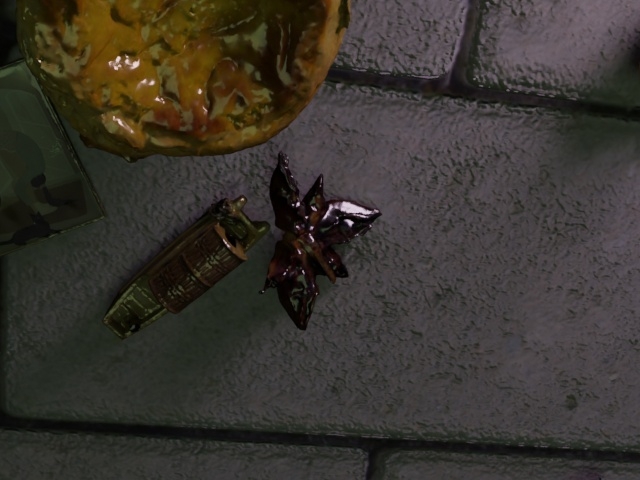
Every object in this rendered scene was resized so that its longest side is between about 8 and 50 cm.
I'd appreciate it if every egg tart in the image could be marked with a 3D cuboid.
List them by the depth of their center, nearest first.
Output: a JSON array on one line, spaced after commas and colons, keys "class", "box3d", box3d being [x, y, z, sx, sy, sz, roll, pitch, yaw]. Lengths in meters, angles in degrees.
[{"class": "egg tart", "box3d": [-0.134, -0.237, 0.908, 0.341, 0.129, 0.341, -14, 132, -15]}]

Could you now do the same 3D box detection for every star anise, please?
[{"class": "star anise", "box3d": [-0.002, -0.001, 1.098, 0.157, 0.053, 0.213, -5, 104, -39]}]

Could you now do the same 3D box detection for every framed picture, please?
[{"class": "framed picture", "box3d": [-0.340, -0.088, 1.038, 0.135, 0.010, 0.201, -19, 117, 2]}]

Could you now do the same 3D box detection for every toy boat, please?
[{"class": "toy boat", "box3d": [-0.159, 0.036, 1.081, 0.226, 0.088, 0.068, -38, 115, 10]}]

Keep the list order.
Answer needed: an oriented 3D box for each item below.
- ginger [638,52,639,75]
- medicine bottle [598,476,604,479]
[{"class": "ginger", "box3d": [0.414, -0.235, 1.039, 0.115, 0.081, 0.206, 11, 121, 1]}, {"class": "medicine bottle", "box3d": [0.364, 0.436, 1.327, 0.168, 0.135, 0.135, -33, 116, 10]}]
